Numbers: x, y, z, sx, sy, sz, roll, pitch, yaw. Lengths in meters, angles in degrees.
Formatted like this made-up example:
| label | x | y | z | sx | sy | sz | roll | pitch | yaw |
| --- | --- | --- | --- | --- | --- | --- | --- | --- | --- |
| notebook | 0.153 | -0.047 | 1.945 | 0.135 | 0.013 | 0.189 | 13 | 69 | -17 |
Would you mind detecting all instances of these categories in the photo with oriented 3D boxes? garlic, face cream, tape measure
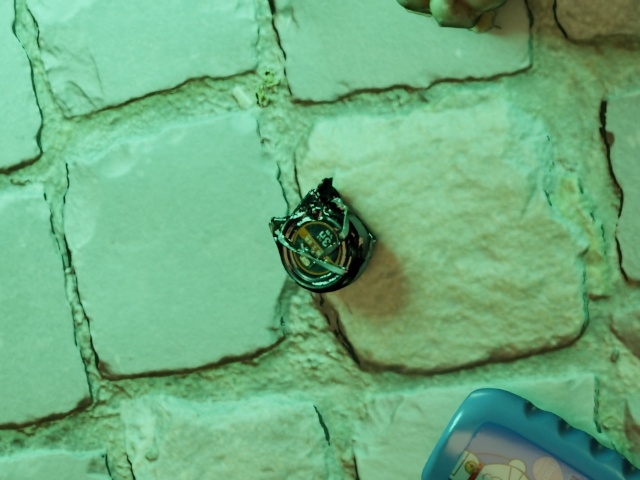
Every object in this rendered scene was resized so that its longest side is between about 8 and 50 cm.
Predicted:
| label | x | y | z | sx | sy | sz | roll | pitch | yaw |
| --- | --- | --- | --- | --- | --- | --- | --- | --- | --- |
| garlic | 0.102 | -0.243 | 1.096 | 0.131 | 0.194 | 0.127 | 35 | 101 | 18 |
| face cream | 0.223 | 0.245 | 1.190 | 0.264 | 0.083 | 0.149 | 31 | 113 | 14 |
| tape measure | 0.000 | 0.002 | 1.251 | 0.091 | 0.054 | 0.094 | -36 | 79 | 25 |
